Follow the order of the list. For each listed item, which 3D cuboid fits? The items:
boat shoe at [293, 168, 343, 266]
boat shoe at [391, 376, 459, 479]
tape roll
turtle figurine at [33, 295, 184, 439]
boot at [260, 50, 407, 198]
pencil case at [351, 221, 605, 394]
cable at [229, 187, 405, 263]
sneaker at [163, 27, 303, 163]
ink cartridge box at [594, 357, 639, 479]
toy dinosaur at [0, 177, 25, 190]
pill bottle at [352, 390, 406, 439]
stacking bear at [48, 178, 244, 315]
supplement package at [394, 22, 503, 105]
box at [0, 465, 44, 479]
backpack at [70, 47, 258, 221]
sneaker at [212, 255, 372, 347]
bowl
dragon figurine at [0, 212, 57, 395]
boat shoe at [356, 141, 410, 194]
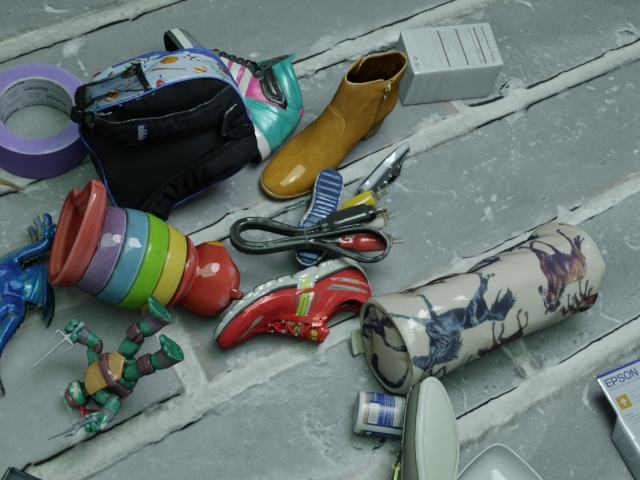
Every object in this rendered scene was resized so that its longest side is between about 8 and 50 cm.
[{"bbox_3d":[-0.001,-0.030,1.806,0.066,0.066,0.183,20,65,-1],"label":"boat shoe"},{"bbox_3d":[0.149,0.357,1.567,0.109,0.091,0.305,19,63,-46],"label":"boat shoe"},{"bbox_3d":[-0.485,-0.205,1.810,0.189,0.080,0.189,5,61,-8],"label":"tape roll"},{"bbox_3d":[-0.321,0.192,1.579,0.234,0.118,0.175,-33,71,9],"label":"turtle figurine"},{"bbox_3d":[0.021,-0.209,1.826,0.295,0.211,0.104,-36,72,-25],"label":"boot"},{"bbox_3d":[0.256,0.106,1.727,0.410,0.183,0.160,-22,96,-20],"label":"pencil case"},{"bbox_3d":[0.000,0.000,1.733,0.287,0.072,0.139,-15,65,-6],"label":"cable"},{"bbox_3d":[-0.133,-0.297,1.895,0.178,0.124,0.295,-36,80,-20],"label":"sneaker"},{"bbox_3d":[0.653,0.322,1.730,0.324,0.071,0.330,-18,63,-18],"label":"ink cartridge box"},{"bbox_3d":[-0.605,-0.095,1.750,0.211,0.064,0.112,-20,85,-10],"label":"toy dinosaur"},{"bbox_3d":[0.114,0.277,1.658,0.120,0.067,0.067,9,60,-5],"label":"pill bottle"},{"bbox_3d":[-0.260,0.034,1.649,0.289,0.175,0.164,19,77,-25],"label":"stacking bear"},{"bbox_3d":[0.236,-0.333,1.993,0.179,0.105,0.105,-7,63,-14],"label":"supplement package"},{"bbox_3d":[-0.381,0.442,1.488,0.220,0.051,0.175,23,61,3],"label":"box"},{"bbox_3d":[-0.245,-0.186,1.732,0.263,0.277,0.213,-17,46,0],"label":"backpack"},{"bbox_3d":[-0.037,0.117,1.701,0.279,0.107,0.118,-22,73,-20],"label":"sneaker"},{"bbox_3d":[0.273,0.401,1.626,0.142,0.053,0.142,-38,74,-25],"label":"bowl"},{"bbox_3d":[-0.461,0.087,1.650,0.144,0.085,0.289,-7,62,-13],"label":"dragon figurine"},{"bbox_3d":[0.120,-0.121,1.894,0.040,0.049,0.142,46,64,-6],"label":"boat shoe"}]
